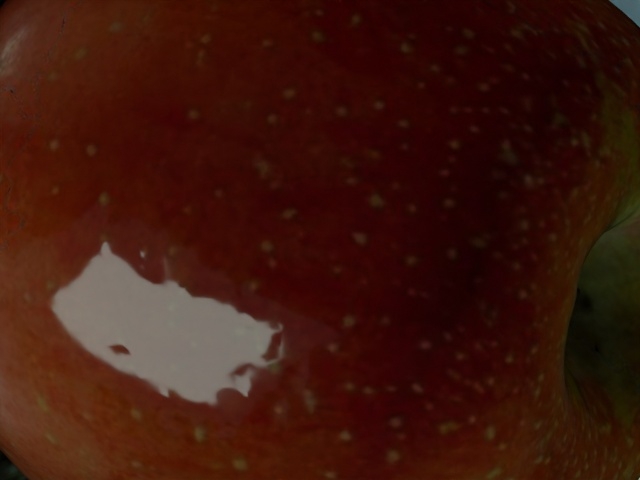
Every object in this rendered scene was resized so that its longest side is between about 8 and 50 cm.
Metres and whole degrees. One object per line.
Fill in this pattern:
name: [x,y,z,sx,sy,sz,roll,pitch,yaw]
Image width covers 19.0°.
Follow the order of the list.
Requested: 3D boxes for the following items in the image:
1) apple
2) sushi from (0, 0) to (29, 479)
apple: [0.000,0.000,0.469,0.168,0.181,0.181,18,124,33]
sushi: [-0.169,-0.071,0.575,0.234,0.207,0.348,17,119,49]
